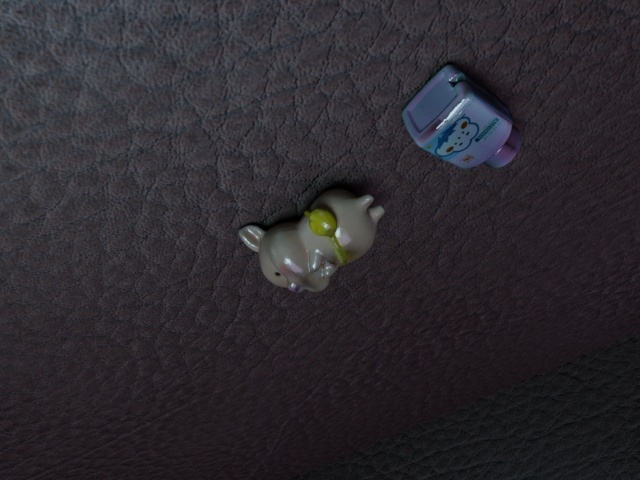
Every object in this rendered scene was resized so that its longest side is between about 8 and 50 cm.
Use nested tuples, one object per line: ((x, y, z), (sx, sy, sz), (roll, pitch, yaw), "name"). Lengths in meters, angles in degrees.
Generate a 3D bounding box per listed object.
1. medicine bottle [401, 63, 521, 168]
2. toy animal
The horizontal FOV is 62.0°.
((0.238, -0.185, 0.856), (0.188, 0.094, 0.119), (18, 131, -37), "medicine bottle")
((-0.002, -0.002, 0.943), (0.248, 0.149, 0.165), (-27, 129, 21), "toy animal")
